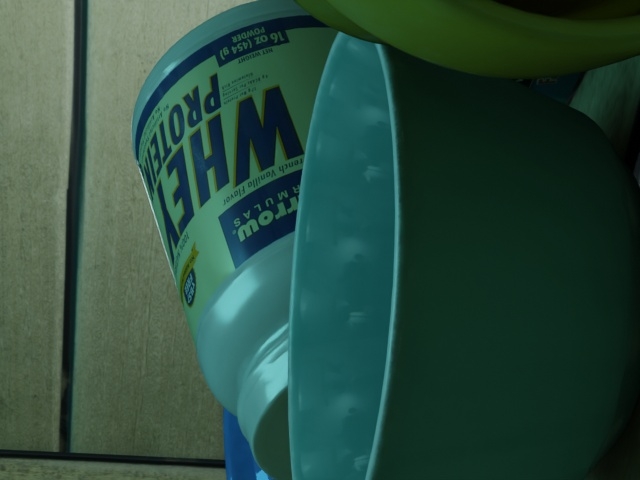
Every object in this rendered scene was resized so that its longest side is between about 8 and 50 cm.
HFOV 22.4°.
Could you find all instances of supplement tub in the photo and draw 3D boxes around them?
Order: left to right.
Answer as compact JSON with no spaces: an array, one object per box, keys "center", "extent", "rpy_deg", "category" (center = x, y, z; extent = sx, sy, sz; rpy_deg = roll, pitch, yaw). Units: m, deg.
[{"center":[0.000,0.000,1.234],"extent":[0.235,0.235,0.325],"rpy_deg":[101,155,-49],"category":"supplement tub"}]

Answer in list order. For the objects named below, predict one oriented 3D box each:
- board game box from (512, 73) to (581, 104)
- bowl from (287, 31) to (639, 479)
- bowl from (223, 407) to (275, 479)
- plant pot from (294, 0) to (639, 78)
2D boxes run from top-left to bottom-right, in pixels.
[{"center":[0.133,-0.229,1.059],"extent":[0.336,0.079,0.254],"rpy_deg":[107,166,-63],"category":"board game box"},{"center":[0.084,0.033,0.928],"extent":[0.311,0.163,0.312],"rpy_deg":[-176,90,-81],"category":"bowl"},{"center":[-0.002,0.279,1.409],"extent":[0.391,0.077,0.391],"rpy_deg":[-13,-90,-84],"category":"bowl"},{"center":[0.068,-0.189,0.722],"extent":[0.239,0.254,0.254],"rpy_deg":[164,109,-76],"category":"plant pot"}]
